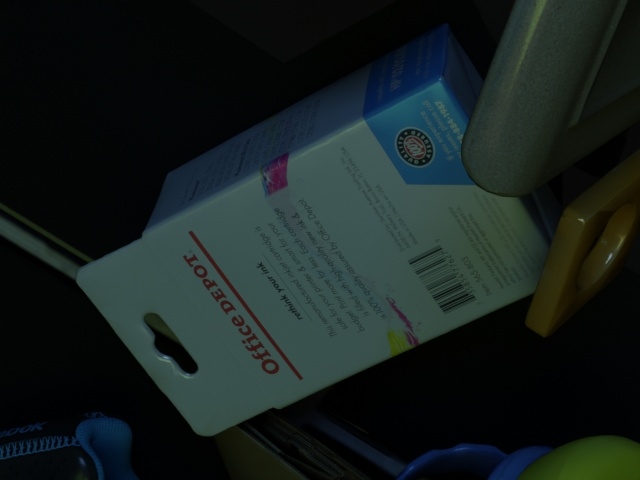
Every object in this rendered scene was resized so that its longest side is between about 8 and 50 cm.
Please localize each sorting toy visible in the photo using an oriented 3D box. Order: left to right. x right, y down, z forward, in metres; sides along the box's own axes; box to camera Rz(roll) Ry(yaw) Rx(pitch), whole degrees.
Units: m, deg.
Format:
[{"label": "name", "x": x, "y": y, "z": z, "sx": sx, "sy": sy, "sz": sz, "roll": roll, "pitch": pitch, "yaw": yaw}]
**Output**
[{"label": "sorting toy", "x": 0.118, "y": -0.117, "z": 0.491, "sx": 0.047, "sy": 0.196, "sz": 0.347, "roll": 33, "pitch": 122, "yaw": 24}]

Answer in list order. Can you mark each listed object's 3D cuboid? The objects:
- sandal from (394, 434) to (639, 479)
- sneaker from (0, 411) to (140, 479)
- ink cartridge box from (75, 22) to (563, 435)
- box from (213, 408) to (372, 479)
[{"label": "sandal", "x": 0.117, "y": 0.201, "z": 0.710, "sx": 0.138, "sy": 0.126, "sz": 0.317, "roll": 11, "pitch": 134, "yaw": 41}, {"label": "sneaker", "x": -0.071, "y": 0.231, "z": 0.732, "sx": 0.140, "sy": 0.125, "sz": 0.341, "roll": -29, "pitch": 112, "yaw": 23}, {"label": "ink cartridge box", "x": 0.000, "y": 0.000, "z": 0.627, "sx": 0.181, "sy": 0.061, "sz": 0.104, "roll": -26, "pitch": 114, "yaw": 20}, {"label": "box", "x": 0.018, "y": 0.173, "z": 0.681, "sx": 0.021, "sy": 0.164, "sz": 0.201, "roll": -29, "pitch": 118, "yaw": -22}]
